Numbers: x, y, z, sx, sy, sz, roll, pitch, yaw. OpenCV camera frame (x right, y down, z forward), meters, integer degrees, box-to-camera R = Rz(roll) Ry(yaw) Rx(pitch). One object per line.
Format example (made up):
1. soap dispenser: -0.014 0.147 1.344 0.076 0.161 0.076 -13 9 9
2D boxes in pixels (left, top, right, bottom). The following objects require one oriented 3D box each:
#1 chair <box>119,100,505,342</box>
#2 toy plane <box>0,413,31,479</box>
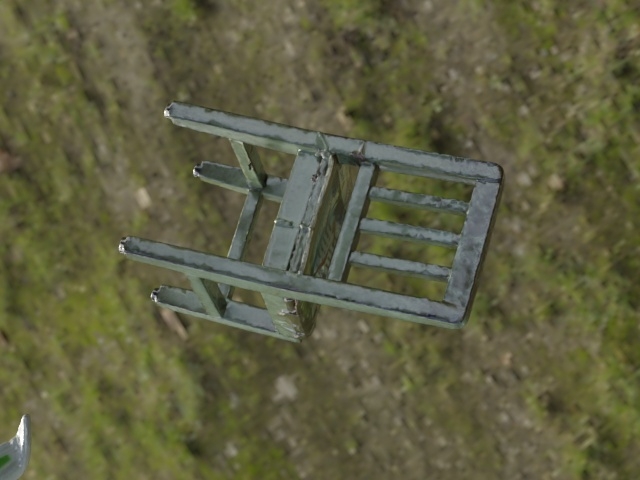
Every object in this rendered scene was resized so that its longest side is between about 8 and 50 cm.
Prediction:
1. chair: 0.000 0.000 1.236 0.270 0.136 0.147 12 161 12
2. toy plane: -0.251 0.141 0.710 0.101 0.251 0.255 114 148 -45
